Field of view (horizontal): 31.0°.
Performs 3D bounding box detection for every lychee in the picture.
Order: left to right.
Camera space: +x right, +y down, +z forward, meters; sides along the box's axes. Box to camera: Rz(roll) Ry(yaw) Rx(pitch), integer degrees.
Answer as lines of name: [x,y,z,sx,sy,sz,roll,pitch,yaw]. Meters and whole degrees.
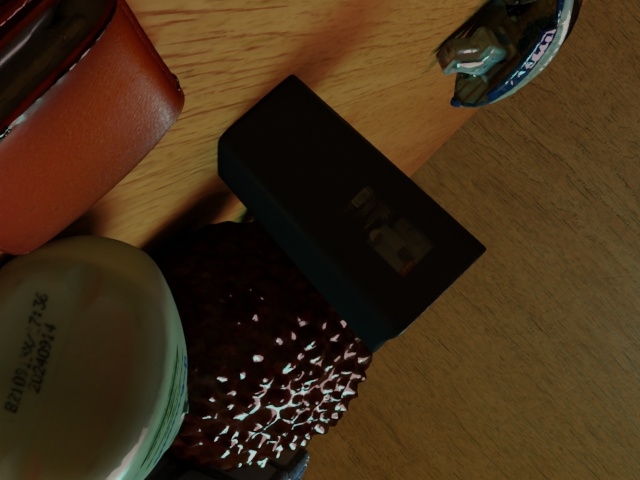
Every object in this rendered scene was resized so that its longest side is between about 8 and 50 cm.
lychee: [-0.094,0.108,1.198,0.264,0.300,0.264,3,90,-81]

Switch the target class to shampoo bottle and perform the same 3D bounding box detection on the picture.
shampoo bottle: [-0.186,0.120,0.926,0.349,0.151,0.221,112,-8,-79]

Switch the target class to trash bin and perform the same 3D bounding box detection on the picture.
trash bin: [0.020,-0.023,1.043,0.115,0.225,0.165,-42,175,-10]

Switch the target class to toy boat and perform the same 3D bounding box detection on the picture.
toy boat: [0.240,-0.269,1.512,0.115,0.114,0.262,8,138,-42]

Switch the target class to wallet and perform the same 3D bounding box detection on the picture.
wallet: [-0.137,-0.054,0.571,0.142,0.045,0.204,-45,176,-2]

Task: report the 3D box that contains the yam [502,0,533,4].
yam: [0.231,-0.304,1.241,0.079,0.079,0.141,-47,177,40]

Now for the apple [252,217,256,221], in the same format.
apple: [0.000,0.000,1.433,0.155,0.182,0.182,-43,176,-21]

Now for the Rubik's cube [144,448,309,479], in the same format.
Rubik's cube: [-0.226,0.343,1.315,0.305,0.304,0.301,-28,140,-76]
